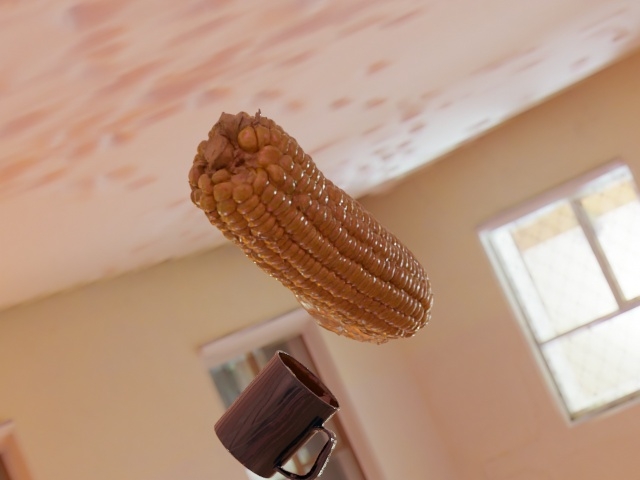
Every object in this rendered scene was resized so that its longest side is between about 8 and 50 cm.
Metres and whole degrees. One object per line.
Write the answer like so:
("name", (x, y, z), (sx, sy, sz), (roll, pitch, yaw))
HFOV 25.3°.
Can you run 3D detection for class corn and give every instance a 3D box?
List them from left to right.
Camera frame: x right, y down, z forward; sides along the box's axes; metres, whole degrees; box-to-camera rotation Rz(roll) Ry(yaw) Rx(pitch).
("corn", (0.000, 0.000, 1.168), (0.101, 0.101, 0.292), (-26, 139, 22))

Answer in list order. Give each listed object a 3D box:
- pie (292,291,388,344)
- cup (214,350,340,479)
("pie", (0.022, 0.041, 1.602), (0.052, 0.185, 0.218), (-35, -163, -29))
("cup", (-0.054, 0.245, 1.909), (0.138, 0.150, 0.113), (-48, 129, 6))
